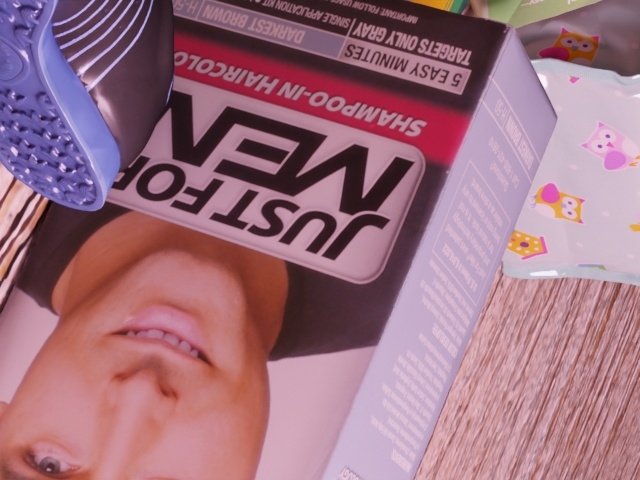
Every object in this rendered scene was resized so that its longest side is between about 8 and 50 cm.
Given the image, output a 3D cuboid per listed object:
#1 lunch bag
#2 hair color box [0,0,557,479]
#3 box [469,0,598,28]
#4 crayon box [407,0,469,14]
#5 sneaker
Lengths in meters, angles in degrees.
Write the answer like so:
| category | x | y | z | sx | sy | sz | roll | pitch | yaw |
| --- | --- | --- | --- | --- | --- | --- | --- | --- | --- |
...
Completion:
| category | x | y | z | sx | sy | sz | roll | pitch | yaw |
| --- | --- | --- | --- | --- | --- | --- | --- | --- | --- |
| lunch bag | 0.207 | -0.130 | 1.369 | 0.223 | 0.160 | 0.262 | 76 | 28 | -44 |
| hair color box | -0.047 | 0.061 | 0.913 | 0.374 | 0.185 | 0.113 | -67 | 156 | -11 |
| box | 0.172 | -0.226 | 0.891 | 0.322 | 0.232 | 0.058 | 77 | -4 | -64 |
| crayon box | 0.031 | -0.221 | 0.987 | 0.165 | 0.081 | 0.278 | -55 | 154 | -24 |
| sneaker | -0.112 | -0.113 | 0.798 | 0.232 | 0.081 | 0.090 | 83 | 31 | -55 |
